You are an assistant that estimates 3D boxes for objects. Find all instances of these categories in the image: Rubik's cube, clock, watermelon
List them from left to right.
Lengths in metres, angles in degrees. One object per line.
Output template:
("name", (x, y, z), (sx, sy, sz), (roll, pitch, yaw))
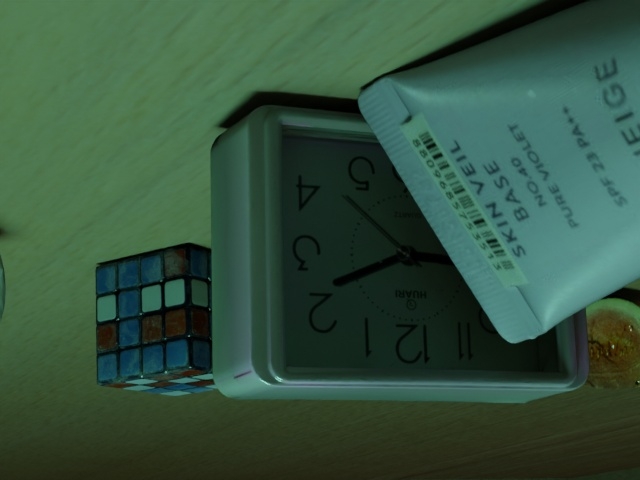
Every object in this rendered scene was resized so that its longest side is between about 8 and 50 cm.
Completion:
("Rubik's cube", (-0.104, 0.062, 0.998), (0.092, 0.092, 0.092), (-12, 163, 32))
("clock", (0.043, 0.009, 0.718), (0.197, 0.150, 0.063), (4, 167, -22))
("watermelon", (0.244, 0.076, 1.177), (0.163, 0.087, 0.069), (7, 131, -39))

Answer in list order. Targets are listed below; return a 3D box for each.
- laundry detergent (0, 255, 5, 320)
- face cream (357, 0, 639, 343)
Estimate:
("laundry detergent", (-0.377, 0.044, 0.885), (0.335, 0.088, 0.159), (-6, 170, 9))
("face cream", (0.138, -0.051, 0.587), (0.274, 0.154, 0.096), (-27, -170, 49))
